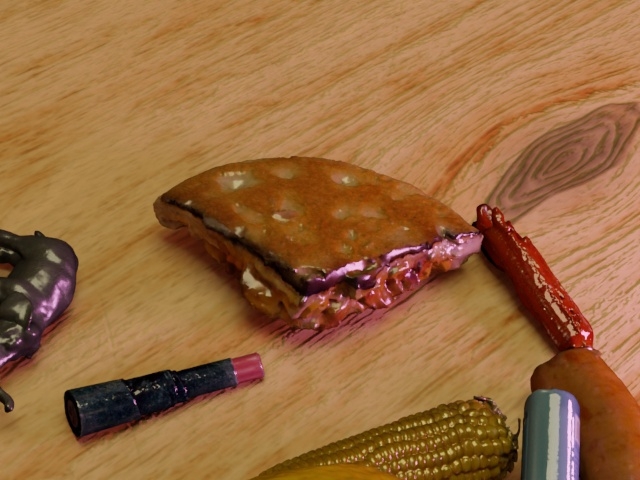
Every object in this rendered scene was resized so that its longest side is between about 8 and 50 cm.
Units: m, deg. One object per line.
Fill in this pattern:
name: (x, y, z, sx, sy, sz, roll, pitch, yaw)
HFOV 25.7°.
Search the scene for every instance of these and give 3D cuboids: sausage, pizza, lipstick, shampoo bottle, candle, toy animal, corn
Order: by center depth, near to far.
shampoo bottle: (0.234, 0.289, 1.443, 0.061, 0.104, 0.258, 1, 63, 9)
corn: (0.068, 0.248, 1.481, 0.305, 0.106, 0.106, -14, 48, -22)
sausage: (0.318, 0.239, 1.542, 0.109, 0.109, 0.270, -2, 44, -13)
lipstick: (-0.166, 0.168, 1.569, 0.234, 0.053, 0.053, -11, 47, -28)
toy animal: (-0.362, 0.078, 1.593, 0.137, 0.082, 0.269, 14, 43, 5)
pizza: (0.000, 0.000, 1.719, 0.409, 0.114, 0.277, 2, 43, -8)
candle: (0.272, 0.066, 1.742, 0.059, 0.084, 0.301, -32, 58, 3)

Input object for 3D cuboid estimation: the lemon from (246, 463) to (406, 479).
lemon: (0.000, 0.350, 1.215, 0.336, 0.336, 0.336, 5, 43, -5)
